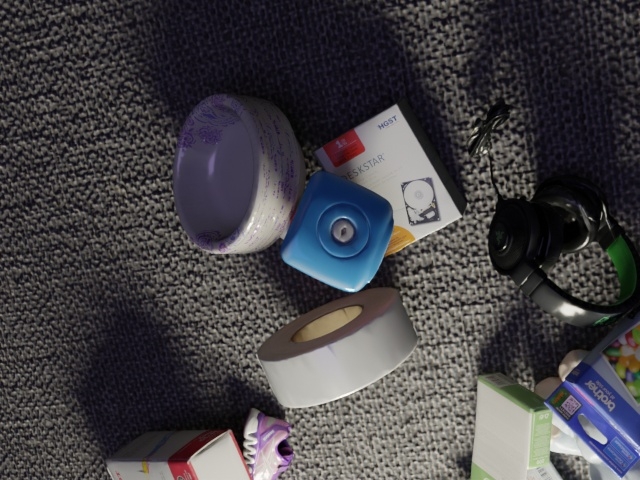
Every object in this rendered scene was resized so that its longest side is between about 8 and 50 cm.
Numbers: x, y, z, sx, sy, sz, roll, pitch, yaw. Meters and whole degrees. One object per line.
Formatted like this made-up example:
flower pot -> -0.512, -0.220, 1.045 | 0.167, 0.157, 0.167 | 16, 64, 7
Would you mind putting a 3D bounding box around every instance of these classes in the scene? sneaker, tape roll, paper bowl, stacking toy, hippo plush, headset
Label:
sneaker -> -0.109, 0.465, 1.896 | 0.104, 0.095, 0.236 | 6, 109, 2
tape roll -> 0.029, 0.192, 1.664 | 0.286, 0.286, 0.100 | -21, 101, 21
paper bowl -> -0.136, -0.117, 1.647 | 0.284, 0.148, 0.284 | -3, 86, 50
stacking toy -> 0.000, 0.000, 1.631 | 0.165, 0.302, 0.175 | 25, 78, -11
hippo plush -> 0.487, 0.360, 1.609 | 0.234, 0.236, 0.294 | -13, 103, 19
headset -> 0.384, -0.043, 1.514 | 0.394, 0.243, 0.185 | 51, 141, 20

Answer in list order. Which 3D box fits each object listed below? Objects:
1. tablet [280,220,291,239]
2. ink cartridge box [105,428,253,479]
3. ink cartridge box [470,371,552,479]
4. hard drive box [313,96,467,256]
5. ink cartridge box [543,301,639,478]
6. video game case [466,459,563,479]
tablet -> -0.070, -0.047, 1.767 | 0.054, 0.006, 0.083 | 34, 113, 3
ink cartridge box -> -0.275, 0.513, 1.874 | 0.306, 0.131, 0.226 | -12, 104, 47
ink cartridge box -> 0.349, 0.383, 1.688 | 0.056, 0.171, 0.235 | -6, 105, -24
hard drive box -> 0.127, -0.110, 1.647 | 0.181, 0.089, 0.232 | -30, 97, 21
ink cartridge box -> 0.531, 0.214, 1.455 | 0.311, 0.065, 0.186 | -45, 90, 1
video game case -> 0.395, 0.524, 1.766 | 0.193, 0.023, 0.212 | -35, 84, 12
